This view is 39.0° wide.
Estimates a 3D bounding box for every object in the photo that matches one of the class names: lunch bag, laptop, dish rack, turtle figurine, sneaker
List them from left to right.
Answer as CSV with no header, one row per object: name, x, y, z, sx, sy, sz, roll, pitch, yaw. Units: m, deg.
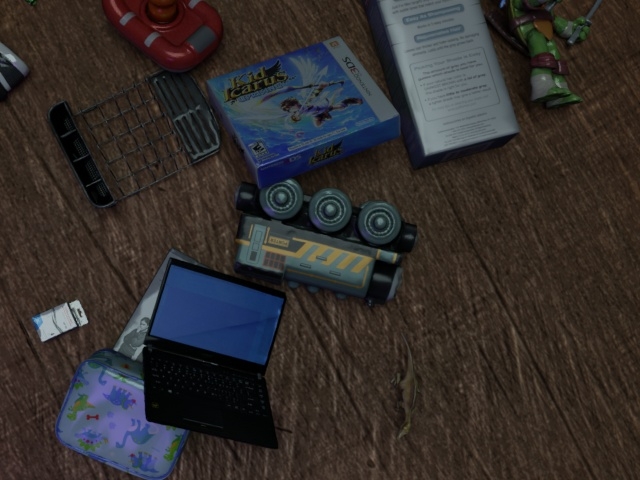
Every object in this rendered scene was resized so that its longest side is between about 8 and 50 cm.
sneaker,-0.643,-0.335,1.620,0.217,0.079,0.121,40,79,0
lunch bag,-0.327,0.298,1.534,0.219,0.090,0.176,22,98,0
dish rack,-0.324,-0.195,1.629,0.271,0.074,0.208,-27,85,-8
laptop,-0.164,0.188,1.511,0.234,0.264,0.136,19,120,-24
turtle figurine,0.455,-0.392,1.662,0.274,0.198,0.266,-7,86,-2

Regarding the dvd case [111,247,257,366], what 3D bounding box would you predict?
dvd case,-0.245,0.158,1.605,0.179,0.029,0.239,29,80,0

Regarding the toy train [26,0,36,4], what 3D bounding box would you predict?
toy train,-0.523,-0.476,1.683,0.023,0.017,0.083,28,80,11

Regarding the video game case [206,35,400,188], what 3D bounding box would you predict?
video game case,-0.033,-0.234,1.596,0.269,0.061,0.244,-21,52,-13

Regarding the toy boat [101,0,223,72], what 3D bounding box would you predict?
toy boat,-0.284,-0.421,1.614,0.231,0.151,0.151,39,67,7

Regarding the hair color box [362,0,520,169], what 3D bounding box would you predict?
hair color box,0.214,-0.340,1.675,0.185,0.113,0.374,-15,84,-7

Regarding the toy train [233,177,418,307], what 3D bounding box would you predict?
toy train,0.000,0.000,1.602,0.334,0.142,0.190,14,92,-4

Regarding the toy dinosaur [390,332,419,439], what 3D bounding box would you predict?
toy dinosaur,0.156,0.257,1.590,0.053,0.092,0.183,4,81,-5

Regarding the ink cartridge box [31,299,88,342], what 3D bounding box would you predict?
ink cartridge box,-0.457,0.140,1.590,0.083,0.028,0.048,-25,85,-8
